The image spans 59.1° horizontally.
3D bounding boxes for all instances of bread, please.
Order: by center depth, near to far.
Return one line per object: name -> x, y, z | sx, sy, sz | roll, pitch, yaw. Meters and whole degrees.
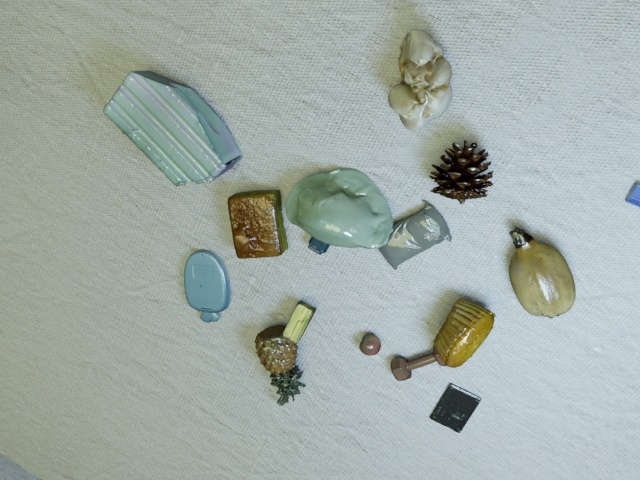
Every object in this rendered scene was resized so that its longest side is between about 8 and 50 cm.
bread -> 0.473, 0.311, 1.883 | 0.139, 0.240, 0.240 | 35, 116, 22
bread -> -0.226, -0.056, 2.011 | 0.184, 0.110, 0.234 | -3, 107, 16
bread -> -0.078, 0.301, 2.085 | 0.074, 0.084, 0.139 | 25, 93, 6

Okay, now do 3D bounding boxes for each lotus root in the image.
lotus root -> 0.685, 0.098, 1.779 | 0.182, 0.183, 0.310 | -21, 96, 22

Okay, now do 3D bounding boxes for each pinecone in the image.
pinecone -> 0.435, -0.209, 1.733 | 0.207, 0.208, 0.208 | 5, 110, 14

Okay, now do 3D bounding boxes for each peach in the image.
peach -> 0.183, 0.383, 2.065 | 0.083, 0.083, 0.083 | 5, 110, 14

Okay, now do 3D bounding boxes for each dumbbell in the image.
dumbbell -> 0.364, 0.436, 2.030 | 0.230, 0.092, 0.082 | -25, 128, 23

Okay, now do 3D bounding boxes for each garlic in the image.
garlic -> 0.309, -0.462, 1.668 | 0.184, 0.203, 0.281 | 13, 109, -9

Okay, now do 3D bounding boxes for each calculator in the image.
calculator -> -0.443, 0.184, 2.196 | 0.188, 0.042, 0.303 | 2, 106, 14

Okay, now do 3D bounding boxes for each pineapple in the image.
pineapple -> -0.145, 0.494, 2.160 | 0.169, 0.169, 0.341 | -5, 110, 18

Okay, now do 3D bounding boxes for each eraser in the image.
eraser -> 0.967, -0.130, 1.686 | 0.084, 0.027, 0.063 | 22, 115, 7

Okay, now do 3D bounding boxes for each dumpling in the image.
dumpling -> 0.053, -0.087, 1.884 | 0.320, 0.270, 0.212 | 20, 139, -17

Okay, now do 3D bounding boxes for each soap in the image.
soap -> -0.498, -0.384, 1.947 | 0.446, 0.156, 0.261 | 46, 114, -3

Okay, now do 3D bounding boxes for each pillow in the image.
pillow -> 0.305, -0.009, 1.904 | 0.255, 0.059, 0.169 | -32, 101, 23

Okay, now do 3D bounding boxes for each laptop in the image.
laptop -> 0.500, 0.623, 2.095 | 0.129, 0.016, 0.180 | 25, 113, 6

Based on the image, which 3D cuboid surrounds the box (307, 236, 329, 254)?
box -> 0.000, 0.000, 1.996 | 0.074, 0.054, 0.099 | 32, 115, 5
